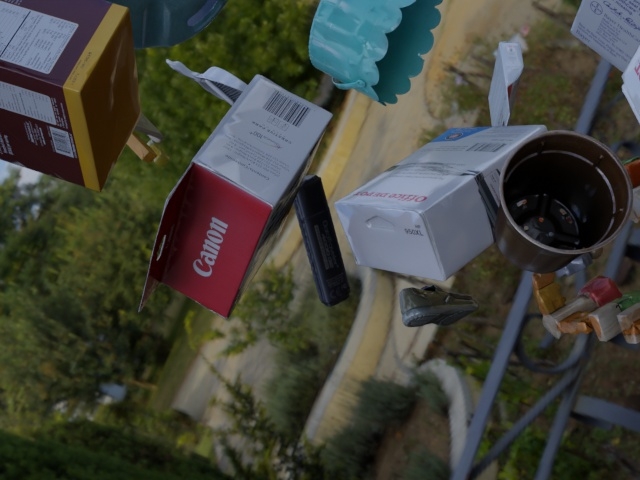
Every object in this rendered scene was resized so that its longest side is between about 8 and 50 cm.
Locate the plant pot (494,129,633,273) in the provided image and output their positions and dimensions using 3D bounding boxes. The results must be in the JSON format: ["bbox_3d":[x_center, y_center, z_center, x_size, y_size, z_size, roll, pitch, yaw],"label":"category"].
[{"bbox_3d":[0.308,-0.038,1.125,0.165,0.167,0.167,87,-157,-72],"label":"plant pot"}]

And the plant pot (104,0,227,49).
[{"bbox_3d":[-0.299,-0.461,1.223,0.334,0.341,0.341,47,117,39],"label":"plant pot"}]

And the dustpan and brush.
[{"bbox_3d":[-0.248,-0.359,1.895,0.060,0.211,0.147,-55,12,-10],"label":"dustpan and brush"}]

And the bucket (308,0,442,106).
[{"bbox_3d":[0.115,-0.438,1.775,0.281,0.183,0.281,-51,-22,-29],"label":"bucket"}]

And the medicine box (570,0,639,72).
[{"bbox_3d":[0.525,-0.411,1.186,0.263,0.149,0.289,-42,-16,-13],"label":"medicine box"}]

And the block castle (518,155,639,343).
[{"bbox_3d":[0.552,0.013,1.497,0.213,0.303,0.453,-26,3,-18],"label":"block castle"}]

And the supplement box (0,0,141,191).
[{"bbox_3d":[-0.327,-0.183,0.964,0.191,0.194,0.129,103,-175,-60],"label":"supplement box"}]

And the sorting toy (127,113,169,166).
[{"bbox_3d":[-0.356,-0.240,1.470,0.041,0.307,0.229,-47,-17,7],"label":"sorting toy"}]

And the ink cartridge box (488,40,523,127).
[{"bbox_3d":[0.440,-0.318,1.968,0.189,0.066,0.232,89,179,-55],"label":"ink cartridge box"}]

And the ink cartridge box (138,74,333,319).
[{"bbox_3d":[-0.130,-0.033,1.227,0.272,0.130,0.309,-60,-2,-38],"label":"ink cartridge box"}]

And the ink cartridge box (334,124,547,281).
[{"bbox_3d":[0.272,-0.092,1.792,0.395,0.166,0.285,-33,23,-29],"label":"ink cartridge box"}]

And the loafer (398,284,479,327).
[{"bbox_3d":[0.260,0.133,1.837,0.094,0.251,0.087,-35,66,33],"label":"loafer"}]

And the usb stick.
[{"bbox_3d":[0.000,0.000,1.738,0.077,0.278,0.045,-24,17,-30],"label":"usb stick"}]

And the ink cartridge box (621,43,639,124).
[{"bbox_3d":[0.442,-0.210,0.833,0.289,0.121,0.211,108,165,-45],"label":"ink cartridge box"}]
